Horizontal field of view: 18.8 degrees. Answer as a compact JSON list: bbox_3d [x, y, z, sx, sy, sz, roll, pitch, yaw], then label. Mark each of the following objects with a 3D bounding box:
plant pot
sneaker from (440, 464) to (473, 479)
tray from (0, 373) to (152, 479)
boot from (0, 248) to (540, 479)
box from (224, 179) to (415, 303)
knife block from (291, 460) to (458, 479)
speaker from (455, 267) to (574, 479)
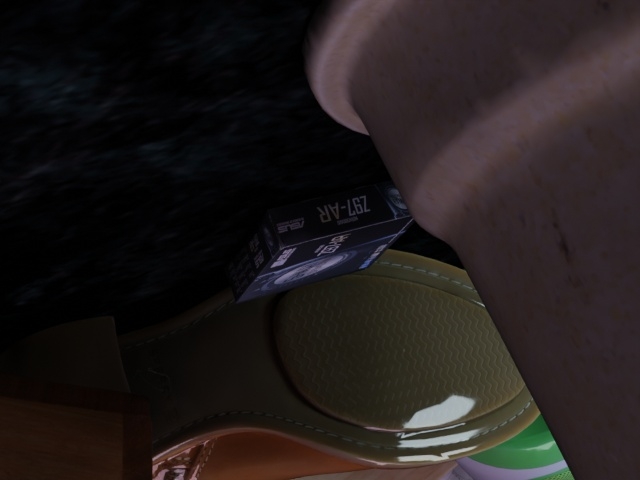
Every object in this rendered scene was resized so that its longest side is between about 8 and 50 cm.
[{"bbox_3d":[0.197,0.030,0.599,0.333,0.306,0.334,-17,167,-4],"label":"plant pot"},{"bbox_3d":[0.070,0.186,1.392,0.305,0.152,0.114,-16,-163,-10],"label":"sneaker"},{"bbox_3d":[-0.254,0.143,0.843,0.202,0.076,0.411,11,154,-29],"label":"tray"},{"bbox_3d":[-0.047,0.096,0.960,0.283,0.109,0.220,-11,164,-19],"label":"boot"},{"bbox_3d":[0.000,0.000,0.839,0.067,0.018,0.083,-14,167,-21],"label":"box"},{"bbox_3d":[-0.070,0.201,1.192,0.275,0.088,0.242,-28,-166,36],"label":"knife block"},{"bbox_3d":[0.139,0.102,1.145,0.131,0.131,0.296,-20,158,8],"label":"speaker"}]
